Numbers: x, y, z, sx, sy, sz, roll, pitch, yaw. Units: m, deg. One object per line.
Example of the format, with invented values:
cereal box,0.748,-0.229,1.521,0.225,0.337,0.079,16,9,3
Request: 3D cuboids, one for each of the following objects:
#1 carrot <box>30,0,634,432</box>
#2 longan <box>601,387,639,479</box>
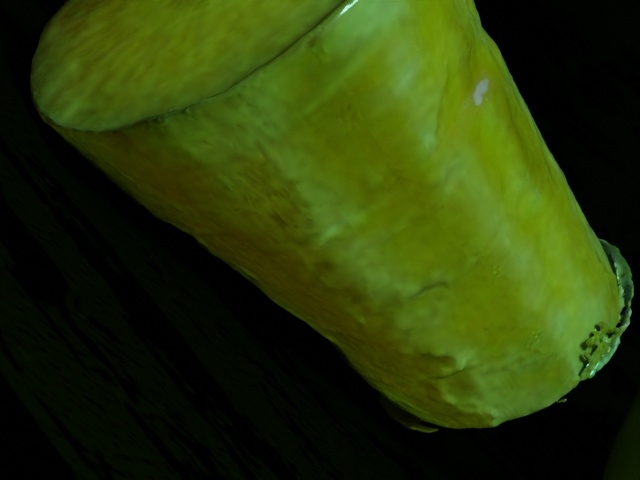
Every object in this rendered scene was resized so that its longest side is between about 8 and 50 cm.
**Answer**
carrot,0.016,-0.033,0.609,0.254,0.196,0.196,53,-1,-34
longan,0.247,0.143,0.589,0.258,0.258,0.258,45,5,-5
